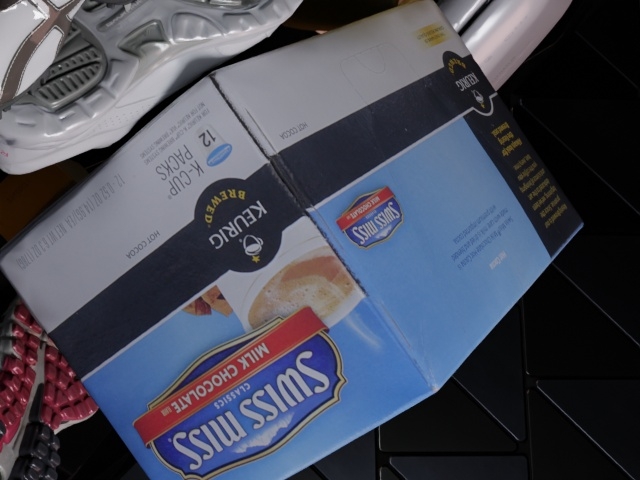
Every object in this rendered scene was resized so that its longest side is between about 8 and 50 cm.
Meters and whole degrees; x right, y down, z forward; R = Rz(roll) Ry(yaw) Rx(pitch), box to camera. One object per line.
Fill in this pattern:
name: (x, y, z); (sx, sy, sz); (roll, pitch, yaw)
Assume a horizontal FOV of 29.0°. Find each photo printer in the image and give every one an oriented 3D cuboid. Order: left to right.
photo printer: (0.201, -0.258, 1.596); (0.256, 0.107, 0.307); (-48, 173, 19)

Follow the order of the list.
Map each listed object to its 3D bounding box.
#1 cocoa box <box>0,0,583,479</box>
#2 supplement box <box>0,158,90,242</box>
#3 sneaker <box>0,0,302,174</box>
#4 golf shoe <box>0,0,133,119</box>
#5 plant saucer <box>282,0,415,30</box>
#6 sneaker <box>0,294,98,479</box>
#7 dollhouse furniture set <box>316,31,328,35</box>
cocoa box: (0.000, 0.000, 0.887); (0.231, 0.228, 0.347); (-35, 180, 31)
supplement box: (-0.192, -0.027, 0.869); (0.062, 0.036, 0.098); (-45, 174, 1)
sneaker: (-0.108, -0.116, 0.725); (0.232, 0.090, 0.115); (-32, 174, -27)
golf shoe: (-0.133, -0.127, 0.548); (0.198, 0.077, 0.094); (-50, 165, -33)
plant saucer: (0.114, -0.304, 0.924); (0.333, 0.081, 0.333); (-45, 174, -11)
sneaker: (-0.264, 0.134, 1.000); (0.112, 0.121, 0.299); (-25, -160, 21)
dollhouse furniture set: (0.026, -0.228, 1.133); (0.081, 0.091, 0.114); (27, 84, -42)
